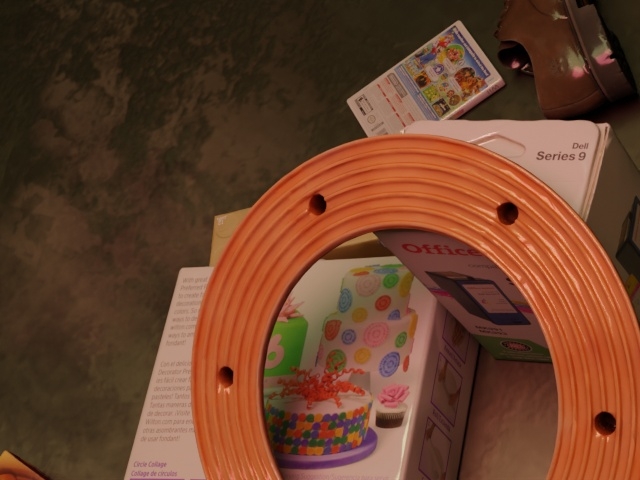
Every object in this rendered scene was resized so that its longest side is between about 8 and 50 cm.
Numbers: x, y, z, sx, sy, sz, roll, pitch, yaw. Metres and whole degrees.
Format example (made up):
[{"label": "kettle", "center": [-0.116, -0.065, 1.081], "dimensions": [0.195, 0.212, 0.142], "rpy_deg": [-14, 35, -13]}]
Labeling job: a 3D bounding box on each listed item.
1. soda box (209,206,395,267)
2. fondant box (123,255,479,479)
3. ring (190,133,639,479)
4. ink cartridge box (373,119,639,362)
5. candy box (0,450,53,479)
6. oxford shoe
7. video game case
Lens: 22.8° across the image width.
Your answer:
[{"label": "soda box", "center": [0.000, 0.000, 1.301], "dimensions": [0.181, 0.058, 0.061], "rpy_deg": [-12, 55, 24]}, {"label": "fondant box", "center": [-0.024, 0.178, 1.176], "dimensions": [0.238, 0.096, 0.330], "rpy_deg": [-4, 60, 30]}, {"label": "ring", "center": [0.057, 0.101, 1.012], "dimensions": [0.336, 0.032, 0.337], "rpy_deg": [0, 90, 33]}, {"label": "ink cartridge box", "center": [0.155, 0.006, 1.097], "dimensions": [0.154, 0.212, 0.093], "rpy_deg": [2, 62, 32]}, {"label": "candy box", "center": [-0.267, 0.278, 1.290], "dimensions": [0.109, 0.053, 0.187], "rpy_deg": [26, 78, 39]}, {"label": "oxford shoe", "center": [0.178, -0.193, 1.303], "dimensions": [0.096, 0.083, 0.227], "rpy_deg": [-28, 49, 20]}, {"label": "video game case", "center": [0.089, -0.127, 1.360], "dimensions": [0.122, 0.011, 0.087], "rpy_deg": [-35, 48, 8]}]
